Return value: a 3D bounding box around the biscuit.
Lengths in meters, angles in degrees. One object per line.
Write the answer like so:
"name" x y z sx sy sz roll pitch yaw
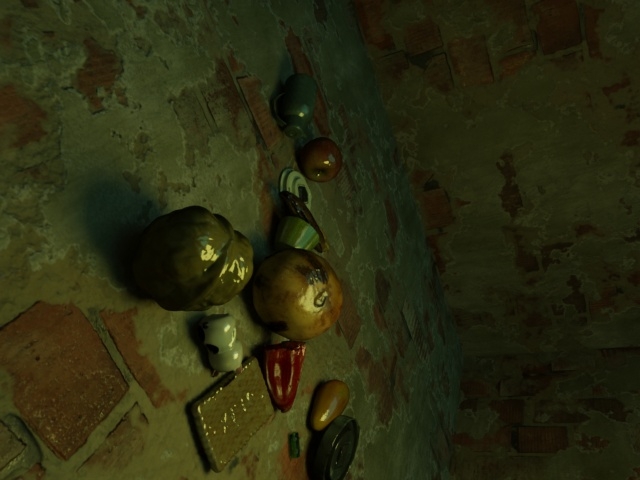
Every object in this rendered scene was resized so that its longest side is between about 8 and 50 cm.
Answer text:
"biscuit" -0.255 0.505 1.469 0.325 0.044 0.217 -32 108 -62

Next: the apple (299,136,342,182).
"apple" 0.001 -0.352 2.139 0.188 0.188 0.173 48 32 -46

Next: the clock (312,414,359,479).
"clock" 0.063 0.800 1.862 0.281 0.056 0.280 -33 129 -52

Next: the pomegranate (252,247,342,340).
"pomegranate" -0.080 0.181 1.677 0.322 0.322 0.321 33 52 -55

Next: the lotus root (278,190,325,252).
"lotus root" -0.062 -0.089 1.926 0.078 0.167 0.329 -45 139 -15

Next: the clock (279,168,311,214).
"clock" -0.091 -0.188 2.048 0.236 0.053 0.236 33 51 -54

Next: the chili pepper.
"chili pepper" -0.132 0.456 1.640 0.144 0.136 0.252 -5 101 -62

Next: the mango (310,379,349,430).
"mango" 0.031 0.633 1.910 0.253 0.113 0.138 -40 122 -53

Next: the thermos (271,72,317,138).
"thermos" -0.110 -0.563 2.068 0.182 0.145 0.286 22 56 -22

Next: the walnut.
"walnut" -0.326 0.049 1.262 0.282 0.277 0.253 55 28 -20

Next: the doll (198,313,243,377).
"doll" -0.284 0.295 1.422 0.107 0.110 0.180 -46 123 -57

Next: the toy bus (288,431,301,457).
"toy bus" -0.091 0.713 1.719 0.031 0.037 0.083 17 65 -60

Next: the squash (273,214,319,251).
"squash" -0.097 -0.001 1.858 0.170 0.170 0.122 55 50 -39

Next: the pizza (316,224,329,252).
"pizza" 0.001 0.000 2.170 0.160 0.036 0.099 59 33 -34
